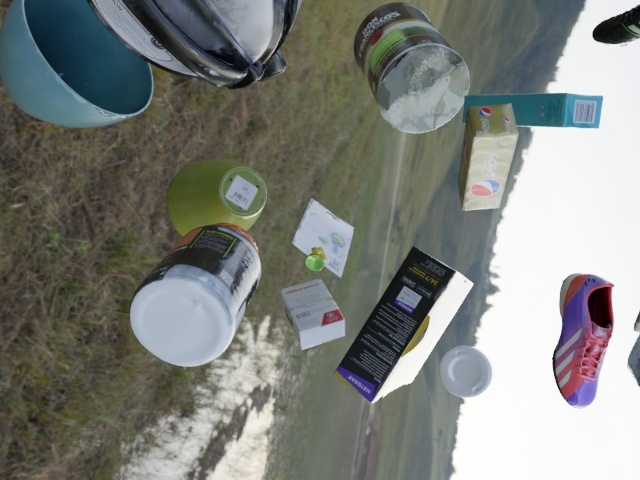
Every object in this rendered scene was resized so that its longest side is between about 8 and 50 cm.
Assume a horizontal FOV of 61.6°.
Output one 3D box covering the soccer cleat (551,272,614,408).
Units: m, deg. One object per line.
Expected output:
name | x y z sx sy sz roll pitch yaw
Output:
soccer cleat | 0.608 0.234 1.225 0.116 0.109 0.317 -176 -91 -80

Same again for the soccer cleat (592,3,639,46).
soccer cleat | 0.477 -0.327 0.771 0.072 0.179 0.060 40 74 -34

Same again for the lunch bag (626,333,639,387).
lunch bag | 0.738 0.234 1.133 0.219 0.090 0.175 -15 127 -69

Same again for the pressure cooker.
pressure cooker | -0.196 -0.483 0.889 0.375 0.370 0.420 116 -10 -58

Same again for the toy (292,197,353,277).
toy | 0.000 0.000 1.296 0.056 0.137 0.237 -50 -169 27

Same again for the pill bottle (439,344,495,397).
pill bottle | 0.285 0.251 1.033 0.169 0.094 0.094 32 66 -66

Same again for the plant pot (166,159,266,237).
plant pot | -0.275 -0.122 1.566 0.294 0.275 0.274 -5 -106 60

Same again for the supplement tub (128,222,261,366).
supplement tub | -0.246 0.094 1.151 0.338 0.207 0.206 -72 169 -66

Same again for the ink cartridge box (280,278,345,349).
ink cartridge box | -0.024 0.198 1.475 0.175 0.128 0.072 -122 -158 -49

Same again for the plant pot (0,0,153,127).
plant pot | -0.514 -0.343 1.072 0.290 0.196 0.290 44 34 -42

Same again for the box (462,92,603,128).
box | 0.393 -0.247 1.023 0.244 0.101 0.060 24 -65 59

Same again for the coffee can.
coffee can | 0.200 -0.402 1.234 0.275 0.202 0.201 -102 -169 -49

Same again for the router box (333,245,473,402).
router box | 0.163 0.149 0.959 0.242 0.081 0.309 -59 158 4

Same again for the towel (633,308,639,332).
towel | 0.460 -0.034 0.491 0.038 0.248 0.324 -18 120 -64

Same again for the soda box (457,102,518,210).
soda box | 0.246 -0.119 0.802 0.181 0.062 0.058 75 13 -59
